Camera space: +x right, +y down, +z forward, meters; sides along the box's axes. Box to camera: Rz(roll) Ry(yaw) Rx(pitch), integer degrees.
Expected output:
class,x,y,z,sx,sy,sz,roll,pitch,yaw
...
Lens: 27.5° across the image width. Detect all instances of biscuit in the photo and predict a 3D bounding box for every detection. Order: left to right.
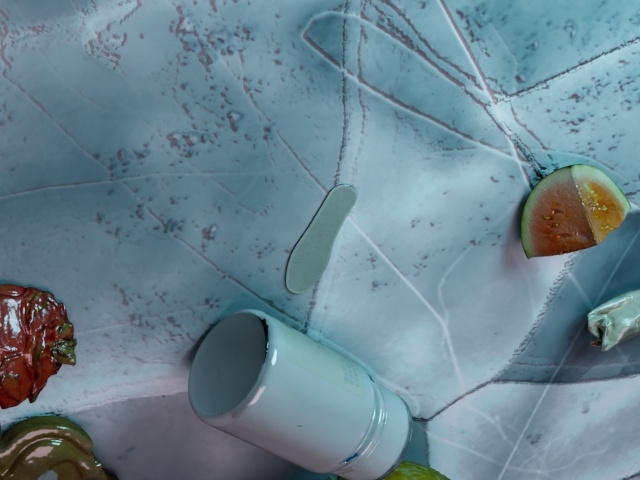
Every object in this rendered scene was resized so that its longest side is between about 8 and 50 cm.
class,x,y,z,sx,sy,sz,roll,pitch,yaw
biscuit,-0.315,0.297,1.543,0.183,0.047,0.320,-44,131,15

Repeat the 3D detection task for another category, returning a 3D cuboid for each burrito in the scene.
class,x,y,z,sx,sy,sz,roll,pitch,yaw
burrito,0.472,0.080,1.719,0.275,0.059,0.082,-19,123,-10

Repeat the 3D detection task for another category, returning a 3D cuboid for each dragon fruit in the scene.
class,x,y,z,sx,sy,sz,roll,pitch,yaw
dragon fruit,-0.310,0.116,1.389,0.106,0.083,0.162,-19,127,-13

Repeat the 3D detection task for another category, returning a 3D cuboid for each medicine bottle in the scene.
class,x,y,z,sx,sy,sz,roll,pitch,yaw
medicine bottle,-0.018,0.189,1.527,0.258,0.143,0.143,31,108,-36

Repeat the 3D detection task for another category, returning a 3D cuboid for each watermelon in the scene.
class,x,y,z,sx,sy,sz,roll,pitch,yaw
watermelon,0.300,-0.017,1.547,0.125,0.094,0.135,25,115,-42

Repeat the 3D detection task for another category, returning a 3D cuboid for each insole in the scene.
class,x,y,z,sx,sy,sz,roll,pitch,yaw
insole,0.000,0.000,1.487,0.053,0.002,0.153,15,117,-31

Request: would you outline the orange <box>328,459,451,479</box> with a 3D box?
class,x,y,z,sx,sy,sz,roll,pitch,yaw
orange,0.091,0.440,1.642,0.249,0.329,0.329,-4,128,3
